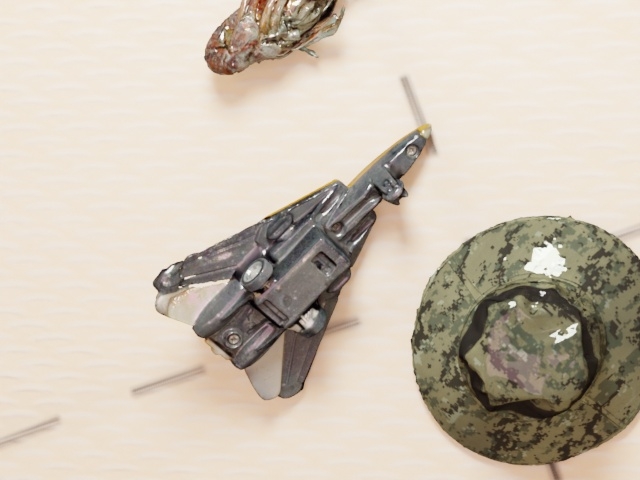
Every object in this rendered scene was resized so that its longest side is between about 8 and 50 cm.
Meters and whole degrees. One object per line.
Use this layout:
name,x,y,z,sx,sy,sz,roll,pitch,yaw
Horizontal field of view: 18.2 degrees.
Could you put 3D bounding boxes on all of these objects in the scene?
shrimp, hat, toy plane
shrimp,-0.032,-0.222,1.990,0.190,0.075,0.073,-23,57,6
hat,0.203,0.106,1.932,0.265,0.128,0.266,1,96,11
toy plane,0.002,0.006,1.988,0.316,0.103,0.204,-42,117,12
